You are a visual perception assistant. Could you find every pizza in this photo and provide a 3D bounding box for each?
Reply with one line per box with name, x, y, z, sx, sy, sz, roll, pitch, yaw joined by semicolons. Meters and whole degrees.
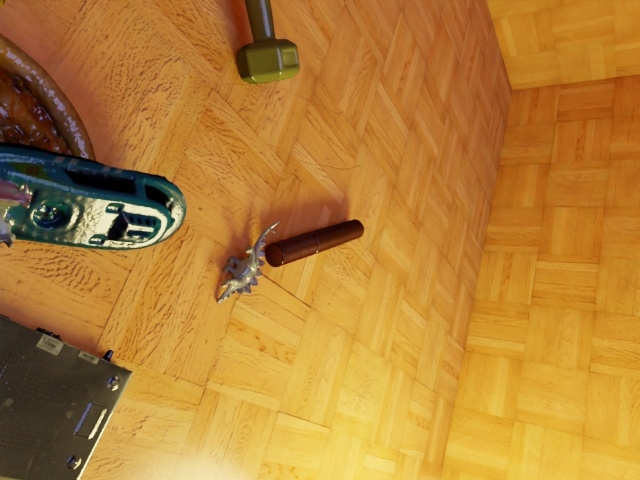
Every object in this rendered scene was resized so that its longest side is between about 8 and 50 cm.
pizza;-0.371;-0.149;0.618;0.134;0.056;0.271;-54;134;-50

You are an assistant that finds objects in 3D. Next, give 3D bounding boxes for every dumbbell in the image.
dumbbell;-0.119;-0.453;0.920;0.121;0.108;0.301;-30;117;-51

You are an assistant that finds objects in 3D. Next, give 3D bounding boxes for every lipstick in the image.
lipstick;0.000;0.000;1.176;0.357;0.057;0.057;-19;108;-54

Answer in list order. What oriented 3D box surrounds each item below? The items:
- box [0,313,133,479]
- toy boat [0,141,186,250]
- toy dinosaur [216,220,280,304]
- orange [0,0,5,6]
box;-0.387;0.207;0.631;0.270;0.045;0.210;49;54;-46
toy boat;-0.297;-0.028;0.647;0.299;0.092;0.134;8;124;-53
toy dinosaur;-0.141;0.044;0.982;0.209;0.039;0.082;-58;141;-20
orange;-0.418;-0.126;0.388;0.210;0.271;0.368;18;74;-26
